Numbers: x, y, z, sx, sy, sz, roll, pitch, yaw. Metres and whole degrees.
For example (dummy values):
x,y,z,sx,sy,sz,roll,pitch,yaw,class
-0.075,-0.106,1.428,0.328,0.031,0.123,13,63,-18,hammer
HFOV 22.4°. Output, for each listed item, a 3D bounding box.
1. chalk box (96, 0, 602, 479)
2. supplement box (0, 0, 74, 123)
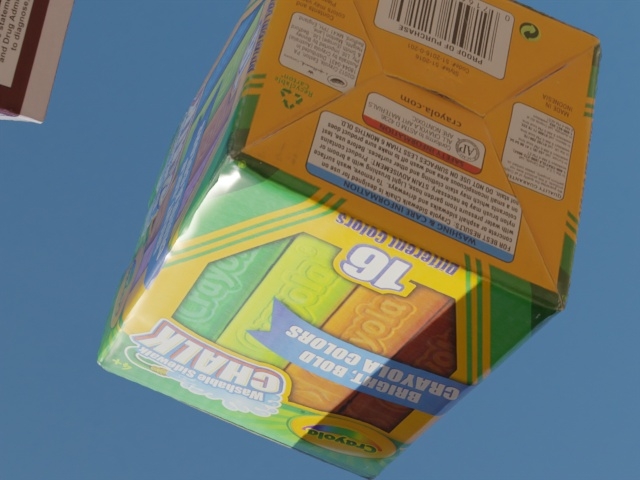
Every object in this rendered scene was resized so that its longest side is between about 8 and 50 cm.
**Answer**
x,y,z,sx,sy,sz,roll,pitch,yaw,class
0.000,0.000,0.888,0.180,0.289,0.179,22,-127,-11,chalk box
-0.201,-0.134,0.579,0.239,0.073,0.130,18,-96,-41,supplement box
